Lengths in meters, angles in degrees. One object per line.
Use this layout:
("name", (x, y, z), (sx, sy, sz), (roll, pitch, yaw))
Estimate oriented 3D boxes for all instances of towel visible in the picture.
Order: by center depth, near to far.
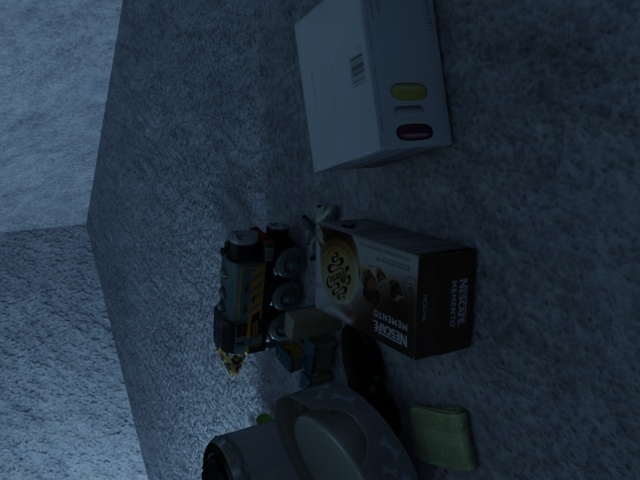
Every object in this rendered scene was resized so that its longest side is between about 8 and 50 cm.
("towel", (0.205, 0.337, 1.047), (0.148, 0.027, 0.109), (-19, 81, 59))

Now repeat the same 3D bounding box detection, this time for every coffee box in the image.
("coffee box", (0.115, 0.070, 1.045), (0.297, 0.119, 0.168), (21, 113, 56))

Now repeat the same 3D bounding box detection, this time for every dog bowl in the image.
("dog bowl", (0.053, 0.426, 1.169), (0.349, 0.102, 0.348), (40, 145, 35))

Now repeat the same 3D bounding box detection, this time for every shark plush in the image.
("shark plush", (0.000, 0.000, 1.292), (0.067, 0.073, 0.161), (15, 108, 25))

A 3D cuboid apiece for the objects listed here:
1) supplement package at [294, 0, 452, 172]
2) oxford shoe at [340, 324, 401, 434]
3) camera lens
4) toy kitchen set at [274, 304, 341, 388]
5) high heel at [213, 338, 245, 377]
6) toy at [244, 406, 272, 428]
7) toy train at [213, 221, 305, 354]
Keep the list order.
("supplement package", (0.081, -0.261, 1.002), (0.204, 0.145, 0.261), (-8, 90, 60))
("oxford shoe", (0.077, 0.274, 1.195), (0.096, 0.083, 0.227), (-34, 67, 59))
("camera lens", (-0.115, 0.526, 1.385), (0.219, 0.275, 0.219), (19, 113, 57))
("toy kitchen set", (-0.055, 0.215, 1.362), (0.166, 0.122, 0.207), (38, 128, 50))
("high heel", (-0.233, 0.247, 1.690), (0.186, 0.093, 0.261), (148, 120, -64))
("toy", (-0.137, 0.551, 1.630), (0.137, 0.056, 0.237), (28, 134, 35))
("toy train", (-0.151, 0.118, 1.434), (0.142, 0.190, 0.333), (39, 129, 49))
